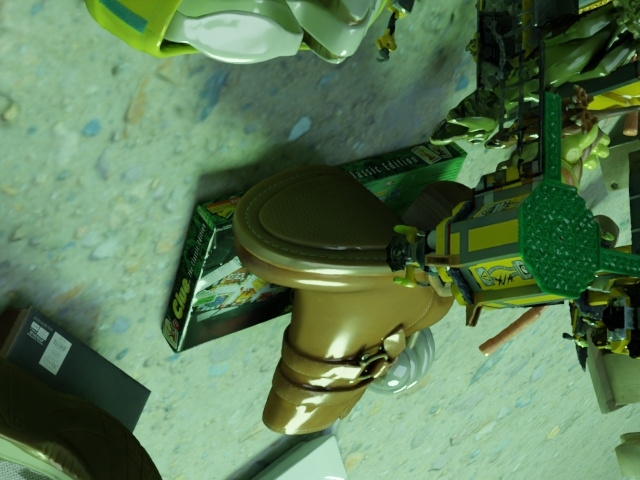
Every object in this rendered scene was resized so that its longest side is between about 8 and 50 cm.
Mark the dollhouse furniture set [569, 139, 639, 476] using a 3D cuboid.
[{"bbox_3d":[0.438,0.051,1.082,0.173,0.356,0.303,-14,179,-40],"label":"dollhouse furniture set"}]

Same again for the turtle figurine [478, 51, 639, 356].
[{"bbox_3d":[0.190,-0.043,0.882,0.217,0.087,0.270,-32,145,-74],"label":"turtle figurine"}]

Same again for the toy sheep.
[{"bbox_3d":[0.066,0.100,0.972,0.091,0.091,0.132,-57,173,24],"label":"toy sheep"}]

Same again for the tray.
[{"bbox_3d":[-0.090,0.306,1.111,0.270,0.030,0.145,-35,149,-13],"label":"tray"}]

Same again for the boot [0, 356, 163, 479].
[{"bbox_3d":[-0.213,0.163,0.653,0.165,0.077,0.213,-33,130,16],"label":"boot"}]

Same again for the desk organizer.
[{"bbox_3d":[-0.178,0.093,0.697,0.130,0.050,0.047,49,55,-46],"label":"desk organizer"}]

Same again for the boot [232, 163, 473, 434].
[{"bbox_3d":[0.000,0.055,0.778,0.283,0.109,0.220,-11,141,-56],"label":"boot"}]

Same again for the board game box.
[{"bbox_3d":[0.000,0.000,0.821,0.259,0.030,0.136,-17,140,-39],"label":"board game box"}]

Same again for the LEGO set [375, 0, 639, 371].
[{"bbox_3d":[0.130,-0.080,0.663,0.254,0.331,0.192,1,170,-35],"label":"LEGO set"}]

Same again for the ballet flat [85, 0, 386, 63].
[{"bbox_3d":[-0.020,-0.130,0.572,0.231,0.077,0.077,-13,138,-43],"label":"ballet flat"}]
